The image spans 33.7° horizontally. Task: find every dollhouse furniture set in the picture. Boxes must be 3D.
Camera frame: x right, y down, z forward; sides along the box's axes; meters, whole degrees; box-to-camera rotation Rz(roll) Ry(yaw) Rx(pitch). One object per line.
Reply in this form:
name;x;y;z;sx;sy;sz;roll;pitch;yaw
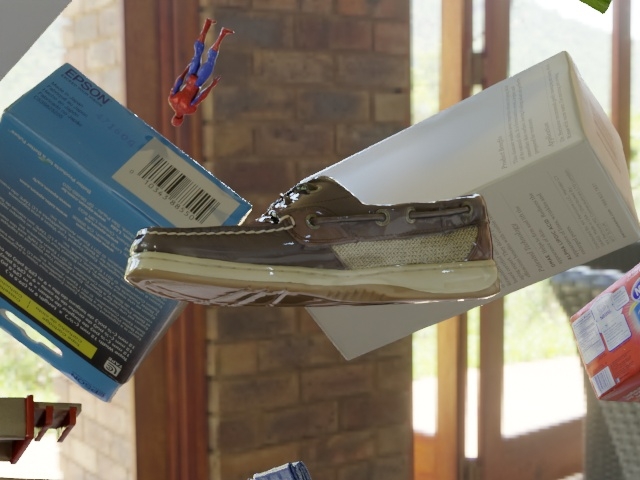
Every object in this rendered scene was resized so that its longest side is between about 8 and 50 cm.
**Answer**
dollhouse furniture set;-0.341;0.308;1.178;0.135;0.259;0.262;9;-32;-25

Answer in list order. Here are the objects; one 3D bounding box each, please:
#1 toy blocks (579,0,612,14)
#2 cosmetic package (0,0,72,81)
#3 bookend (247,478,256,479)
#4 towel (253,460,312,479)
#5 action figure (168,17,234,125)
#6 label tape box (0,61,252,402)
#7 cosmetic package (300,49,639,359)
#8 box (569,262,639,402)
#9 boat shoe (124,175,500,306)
toy blocks;0.368;-0.454;1.164;0.190;0.261;0.381;30;43;0
cosmetic package;-0.577;-0.417;1.382;0.393;0.327;0.329;38;-7;14
bookend;-0.049;0.473;1.689;0.157;0.072;0.156;18;21;-22
towel;-0.022;0.539;1.907;0.034;0.285;0.209;-21;-9;-30
action figure;-0.125;-0.168;1.079;0.038;0.115;0.030;32;15;12
label tape box;-0.260;0.009;1.177;0.115;0.249;0.348;-54;2;-41
cosmetic package;0.158;-0.038;1.248;0.385;0.156;0.217;-26;30;24
box;0.460;0.098;1.362;0.122;0.128;0.257;7;-38;-30
boat shoe;0.000;0.000;0.761;0.285;0.092;0.103;2;-9;-21
